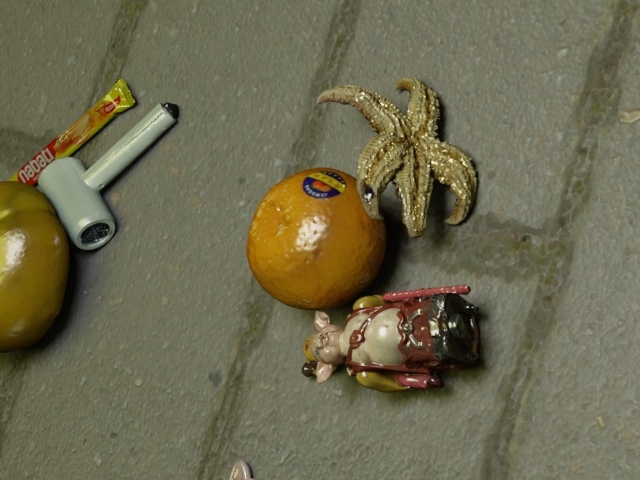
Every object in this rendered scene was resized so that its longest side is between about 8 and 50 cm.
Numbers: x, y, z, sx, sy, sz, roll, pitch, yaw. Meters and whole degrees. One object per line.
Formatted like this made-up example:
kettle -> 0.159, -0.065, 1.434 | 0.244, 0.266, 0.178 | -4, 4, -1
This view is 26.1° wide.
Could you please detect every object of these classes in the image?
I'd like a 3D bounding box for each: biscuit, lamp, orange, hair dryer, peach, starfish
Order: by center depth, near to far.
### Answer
lamp -> 0.063, 0.118, 1.617 | 0.253, 0.118, 0.118 | -8, 72, 31
starfish -> 0.095, -0.117, 1.661 | 0.071, 0.216, 0.238 | -54, 13, 46
orange -> -0.003, -0.001, 1.672 | 0.177, 0.155, 0.178 | -15, 60, 27
peach -> -0.450, 0.034, 1.958 | 0.251, 0.153, 0.251 | -10, 75, 41
hair dryer -> -0.284, -0.105, 1.965 | 0.236, 0.073, 0.131 | -40, 58, 7
biscuit -> -0.384, -0.137, 2.057 | 0.292, 0.026, 0.048 | -37, 77, 20

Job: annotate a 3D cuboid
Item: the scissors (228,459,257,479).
scissors -> -0.127, 0.435, 1.705 | 0.160, 0.024, 0.318 | 23, 89, 35
